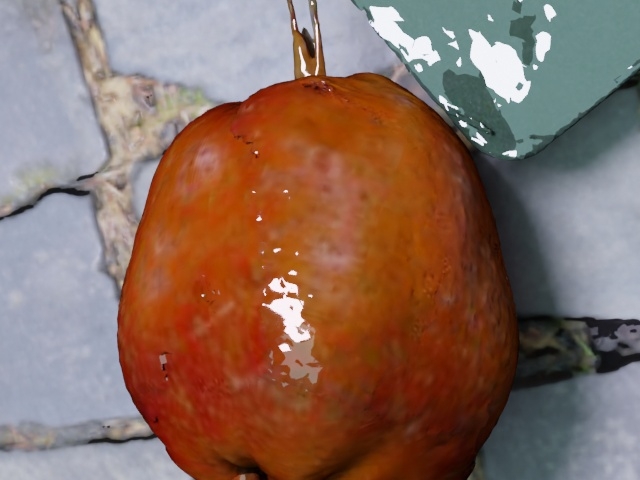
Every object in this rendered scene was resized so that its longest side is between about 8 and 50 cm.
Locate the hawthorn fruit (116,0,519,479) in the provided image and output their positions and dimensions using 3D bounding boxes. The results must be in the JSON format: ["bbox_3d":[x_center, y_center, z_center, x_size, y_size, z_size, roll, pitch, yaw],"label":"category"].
[{"bbox_3d":[0.000,0.000,1.031,0.211,0.211,0.299,-1,86,22],"label":"hawthorn fruit"}]

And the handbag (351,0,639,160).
[{"bbox_3d":[0.118,-0.205,1.002,0.260,0.079,0.247,-39,86,23],"label":"handbag"}]
